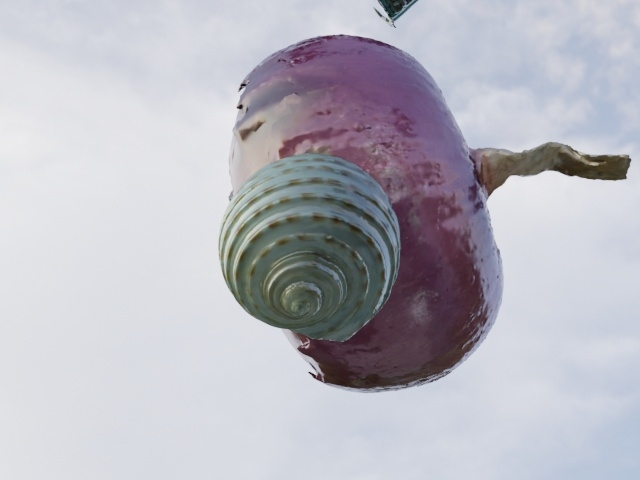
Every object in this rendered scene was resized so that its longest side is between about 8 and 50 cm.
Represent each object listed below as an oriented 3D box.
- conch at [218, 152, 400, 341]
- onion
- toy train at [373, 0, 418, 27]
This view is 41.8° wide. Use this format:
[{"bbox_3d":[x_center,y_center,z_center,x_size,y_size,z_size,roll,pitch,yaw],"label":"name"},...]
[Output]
[{"bbox_3d":[0.004,-0.001,0.563,0.102,0.153,0.135,-21,-59,43],"label":"conch"},{"bbox_3d":[0.062,-0.033,0.844,0.345,0.358,0.358,-17,-38,-22],"label":"onion"},{"bbox_3d":[0.063,-0.380,1.061,0.112,0.163,0.203,-42,-34,12],"label":"toy train"}]
